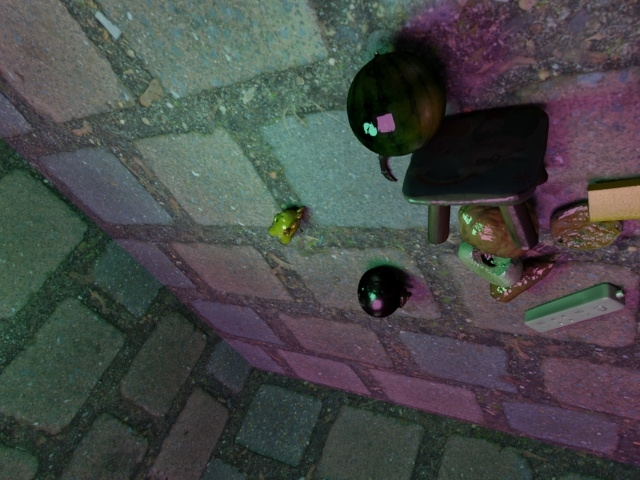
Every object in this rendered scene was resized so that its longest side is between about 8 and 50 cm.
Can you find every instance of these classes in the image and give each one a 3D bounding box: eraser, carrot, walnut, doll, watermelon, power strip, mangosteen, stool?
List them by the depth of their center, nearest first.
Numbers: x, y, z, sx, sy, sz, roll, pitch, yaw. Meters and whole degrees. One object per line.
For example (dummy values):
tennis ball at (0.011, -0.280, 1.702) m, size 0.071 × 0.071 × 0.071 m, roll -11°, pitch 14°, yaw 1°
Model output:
watermelon at (0.180, -0.325, 1.046) m, size 0.242 × 0.243 × 0.242 m, roll 18°, pitch 148°, yaw 12°
stool at (0.398, -0.147, 1.086) m, size 0.310 × 0.311 × 0.226 m, roll 3°, pitch 143°, yaw 36°
eraser at (0.755, -0.102, 1.114) m, size 0.122 × 0.045 × 0.097 m, roll -5°, pitch 122°, yaw 32°
walnut at (0.510, -0.048, 1.258) m, size 0.244 × 0.198 × 0.198 m, roll 16°, pitch 152°, yaw -19°
carrot at (0.693, 0.128, 1.481) m, size 0.101 × 0.102 × 0.263 m, roll 29°, pitch 145°, yaw -5°
power strip at (0.891, 0.244, 1.536) m, size 0.091 × 0.063 × 0.385 m, roll 28°, pitch 149°, yaw -8°
doll at (-0.131, -0.059, 1.762) m, size 0.135 × 0.143 × 0.220 m, roll 37°, pitch 154°, yaw -14°
mangosteen at (0.277, 0.218, 1.830) m, size 0.249 × 0.212 × 0.211 m, roll 3°, pitch 156°, yaw -23°

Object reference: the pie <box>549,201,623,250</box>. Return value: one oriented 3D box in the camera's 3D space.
pie at (0.752, -0.040, 1.240) m, size 0.186 × 0.041 × 0.187 m, roll 18°, pitch 146°, yaw 13°

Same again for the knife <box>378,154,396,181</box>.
knife at (0.193, -0.258, 1.339) m, size 0.045 × 0.021 × 0.222 m, roll 8°, pitch 148°, yaw 28°

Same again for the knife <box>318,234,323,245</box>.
knife at (0.000, 0.000, 1.868) m, size 0.014 × 0.005 × 0.091 m, roll 23°, pitch 149°, yaw 2°

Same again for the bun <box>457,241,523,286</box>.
bun at (0.567, 0.057, 1.433) m, size 0.212 × 0.127 × 0.204 m, roll 36°, pitch 173°, yaw -5°
